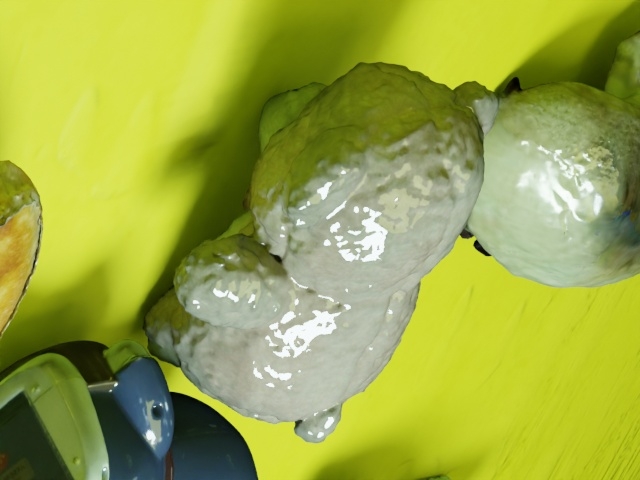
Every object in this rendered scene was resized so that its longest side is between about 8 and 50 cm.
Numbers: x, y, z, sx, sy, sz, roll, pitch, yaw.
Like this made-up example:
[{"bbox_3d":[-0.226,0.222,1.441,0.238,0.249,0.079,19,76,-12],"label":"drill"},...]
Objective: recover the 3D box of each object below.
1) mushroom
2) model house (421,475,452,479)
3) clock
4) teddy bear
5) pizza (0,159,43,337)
[{"bbox_3d":[0.254,-0.066,1.618,0.344,0.130,0.247,-7,135,-57],"label":"mushroom"},{"bbox_3d":[0.096,0.319,1.916,0.127,0.100,0.149,2,122,-59],"label":"model house"},{"bbox_3d":[-0.142,0.163,1.255,0.199,0.146,0.243,-43,152,11],"label":"clock"},{"bbox_3d":[0.000,0.001,1.255,0.236,0.151,0.267,-27,147,-45],"label":"teddy bear"},{"bbox_3d":[-0.232,0.037,1.025,0.193,0.053,0.201,-23,155,-48],"label":"pizza"}]
